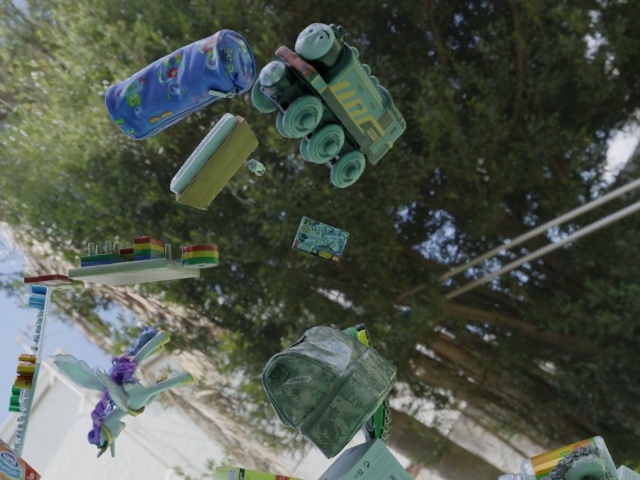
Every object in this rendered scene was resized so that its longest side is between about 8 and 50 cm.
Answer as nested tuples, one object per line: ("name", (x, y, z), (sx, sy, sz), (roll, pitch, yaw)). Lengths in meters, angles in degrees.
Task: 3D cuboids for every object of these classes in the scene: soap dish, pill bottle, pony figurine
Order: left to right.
("pony figurine", (-0.592, 0.428, 2.219), (0.363, 0.303, 0.351), (-43, -54, -31))
("soap dish", (-0.299, -0.224, 2.111), (0.291, 0.118, 0.229), (-50, 16, 2))
("pill bottle", (0.528, 0.535, 1.639), (0.246, 0.136, 0.136), (-23, -26, 13))

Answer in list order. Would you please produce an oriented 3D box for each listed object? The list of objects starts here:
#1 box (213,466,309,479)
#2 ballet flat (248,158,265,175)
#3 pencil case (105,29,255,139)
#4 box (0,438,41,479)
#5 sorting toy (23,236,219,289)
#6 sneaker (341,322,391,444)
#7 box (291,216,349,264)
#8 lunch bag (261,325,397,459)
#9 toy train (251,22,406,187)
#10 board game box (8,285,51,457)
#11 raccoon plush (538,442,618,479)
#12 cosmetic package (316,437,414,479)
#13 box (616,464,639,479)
("box", (-0.096, 0.497, 1.481), (0.232, 0.087, 0.058), (24, -118, -35))
("ballet flat", (-0.197, -0.232, 2.346), (0.041, 0.041, 0.114), (-62, -12, -3))
("pencil case", (-0.266, -0.291, 1.420), (0.119, 0.306, 0.133), (29, -133, -56))
("box", (-0.743, 0.557, 1.508), (0.300, 0.154, 0.142), (-34, -70, 8))
("sorting toy", (-0.256, 0.029, 0.999), (0.132, 0.275, 0.046), (36, -132, -77))
("sneaker", (0.101, 0.401, 1.998), (0.146, 0.343, 0.134), (-18, -32, 3))
("box", (0.000, 0.000, 2.046), (0.027, 0.137, 0.094), (-171, 101, -80))
("lunch bag", (0.016, 0.332, 1.757), (0.212, 0.256, 0.305), (-53, -10, 16))
("toy train", (0.021, -0.233, 1.299), (0.190, 0.142, 0.334), (-47, -37, 0))
("board game box", (-0.731, 0.357, 1.823), (0.050, 0.390, 0.390), (11, -69, -21))
("raccoon plush", (0.232, 0.403, 1.100), (0.299, 0.446, 0.216), (-63, -20, -17))
("cosmetic package", (0.100, 0.581, 1.743), (0.151, 0.151, 0.184), (-38, -3, -34))
("box", (0.690, 0.653, 1.703), (0.181, 0.119, 0.182), (-49, -17, -47))
